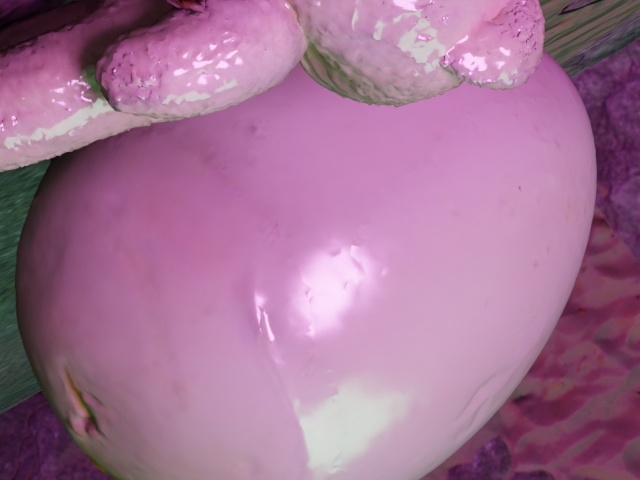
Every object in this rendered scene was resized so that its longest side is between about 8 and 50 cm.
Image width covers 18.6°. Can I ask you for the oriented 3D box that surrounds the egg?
[{"bbox_3d":[0.000,0.000,1.101,0.345,0.283,0.283,-38,177,-20],"label":"egg"}]

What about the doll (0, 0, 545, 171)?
[{"bbox_3d":[-0.053,-0.107,0.859,0.278,0.175,0.149,-21,136,3],"label":"doll"}]
